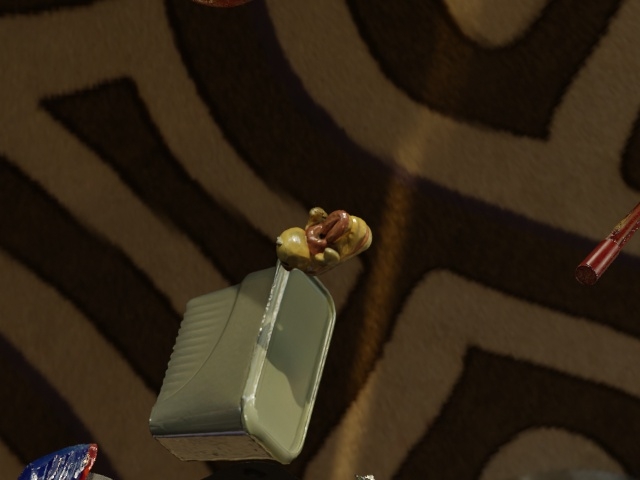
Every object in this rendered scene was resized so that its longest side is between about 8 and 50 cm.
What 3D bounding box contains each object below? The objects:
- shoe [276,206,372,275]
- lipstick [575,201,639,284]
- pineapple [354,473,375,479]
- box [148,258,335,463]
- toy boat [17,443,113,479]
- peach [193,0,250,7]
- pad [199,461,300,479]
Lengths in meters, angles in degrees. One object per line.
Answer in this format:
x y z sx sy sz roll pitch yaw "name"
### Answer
0.002 -0.003 1.704 0.109 0.072 0.069 -7 150 25 "shoe"
0.334 -0.002 1.617 0.027 0.176 0.027 19 127 27 "lipstick"
0.161 0.486 2.140 0.165 0.165 0.364 -43 116 13 "pineapple"
-0.103 0.159 1.882 0.178 0.274 0.138 -12 135 31 "box"
-0.315 0.398 2.050 0.318 0.072 0.219 5 90 -38 "toy boat"
-0.117 -0.375 1.687 0.196 0.226 0.190 41 78 9 "peach"
-0.125 0.331 1.474 0.375 0.063 0.315 -27 133 20 "pad"
